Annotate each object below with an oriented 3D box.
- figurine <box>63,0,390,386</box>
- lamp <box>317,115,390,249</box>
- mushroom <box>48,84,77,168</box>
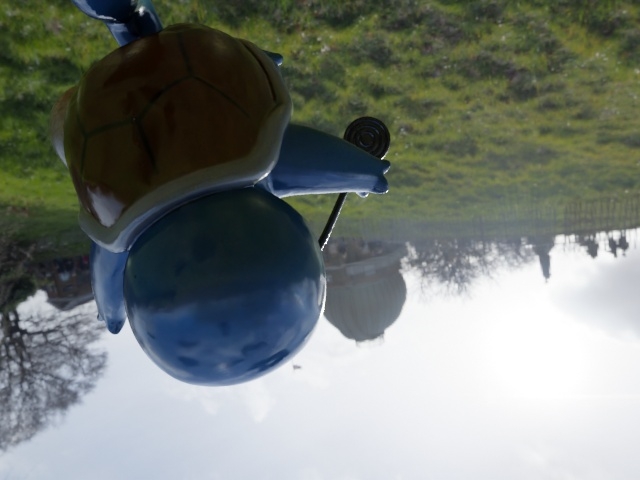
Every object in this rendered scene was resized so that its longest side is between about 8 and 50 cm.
[{"bbox_3d":[-0.108,-0.086,0.483,0.298,0.416,0.243,-23,168,-3],"label":"figurine"},{"bbox_3d":[-0.008,0.002,0.757,0.130,0.371,0.108,37,-173,8],"label":"lamp"},{"bbox_3d":[-0.361,-0.175,0.926,0.127,0.166,0.166,-6,-169,29],"label":"mushroom"}]
